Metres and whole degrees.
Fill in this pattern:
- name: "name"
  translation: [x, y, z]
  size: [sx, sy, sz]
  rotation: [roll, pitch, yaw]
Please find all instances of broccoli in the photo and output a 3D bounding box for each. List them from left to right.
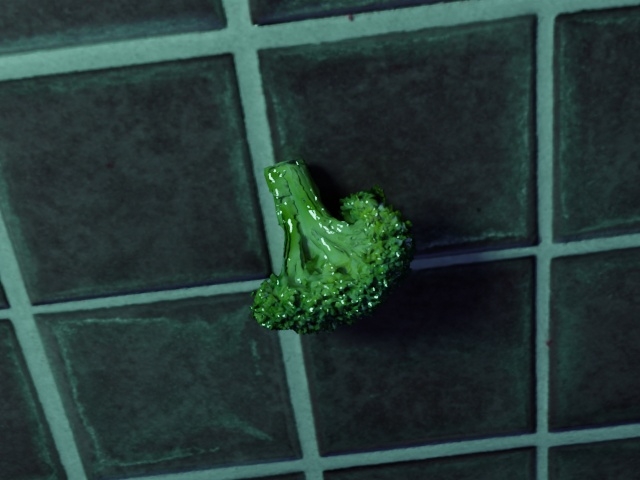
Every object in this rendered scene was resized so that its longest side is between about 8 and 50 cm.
- name: "broccoli"
  translation: [0.000, 0.000, 1.153]
  size: [0.220, 0.194, 0.194]
  rotation: [-22, 125, 40]
